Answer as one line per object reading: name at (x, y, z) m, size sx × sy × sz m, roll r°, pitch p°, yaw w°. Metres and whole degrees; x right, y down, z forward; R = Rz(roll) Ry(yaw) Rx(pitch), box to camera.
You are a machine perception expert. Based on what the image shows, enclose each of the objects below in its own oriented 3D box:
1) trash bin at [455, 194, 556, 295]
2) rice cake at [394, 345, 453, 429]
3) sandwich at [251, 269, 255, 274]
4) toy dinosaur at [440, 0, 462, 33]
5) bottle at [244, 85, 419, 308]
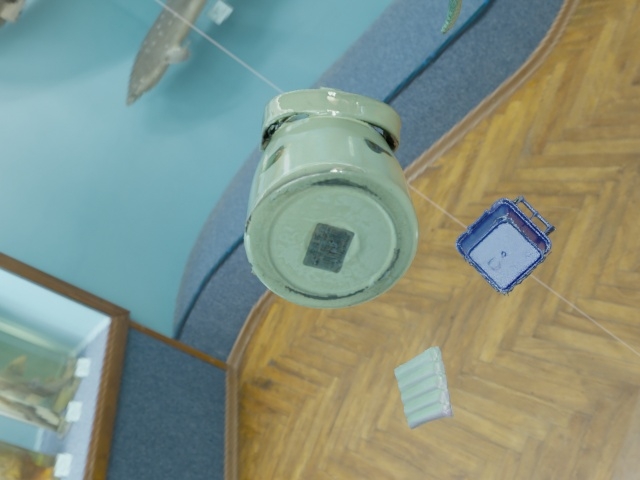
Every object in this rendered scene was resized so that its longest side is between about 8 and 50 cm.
trash bin at (0.380, 0.010, 1.431) m, size 0.184 × 0.162 × 0.234 m, roll -46°, pitch -7°, yaw 14°
rice cake at (0.263, 0.380, 1.799) m, size 0.198 × 0.037 × 0.189 m, roll -36°, pitch 61°, yaw 59°
sandwich at (0.000, 0.001, 1.340) m, size 0.198 × 0.227 × 0.155 m, roll 120°, pitch 161°, yaw -51°
toy dinosaur at (0.158, -0.264, 0.442) m, size 0.129 × 0.076 × 0.383 m, roll 42°, pitch 141°, yaw 26°
bottle at (0.014, -0.095, 0.960) m, size 0.229 × 0.229 × 0.352 m, roll -43°, pitch 24°, yaw 24°
